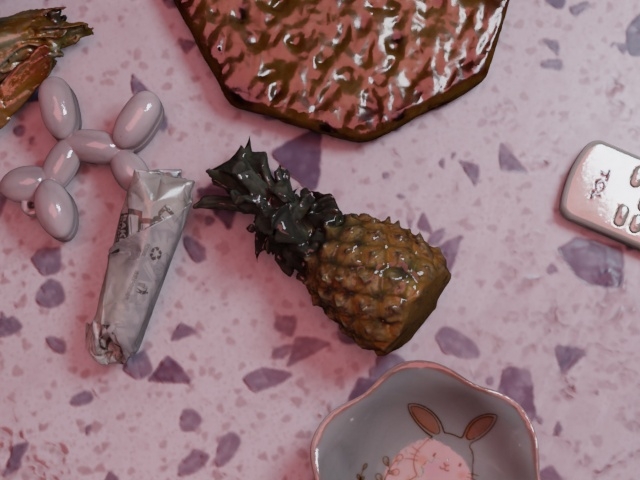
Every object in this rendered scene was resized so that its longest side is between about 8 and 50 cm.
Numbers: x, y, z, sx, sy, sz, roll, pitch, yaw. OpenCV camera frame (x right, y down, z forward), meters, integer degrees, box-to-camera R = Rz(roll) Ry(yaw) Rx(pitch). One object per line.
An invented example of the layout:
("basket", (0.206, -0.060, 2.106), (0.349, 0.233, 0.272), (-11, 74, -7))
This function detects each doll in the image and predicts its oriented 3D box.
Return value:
("doll", (-0.241, -0.078, 1.341), (0.161, 0.059, 0.160), (8, 81, 2))

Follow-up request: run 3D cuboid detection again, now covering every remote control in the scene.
("remote control", (0.333, -0.029, 1.333), (0.190, 0.029, 0.087), (24, 83, 5))

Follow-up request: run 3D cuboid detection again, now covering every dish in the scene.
("dish", (0.099, 0.232, 1.279), (0.229, 0.081, 0.229), (0, 78, 1))

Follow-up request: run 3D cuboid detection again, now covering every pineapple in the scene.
("pineapple", (0.000, -0.001, 1.300), (0.248, 0.128, 0.128), (36, 84, 12))

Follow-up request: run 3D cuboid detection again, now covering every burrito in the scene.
("burrito", (-0.179, 0.024, 1.310), (0.064, 0.064, 0.203), (19, 95, 4))

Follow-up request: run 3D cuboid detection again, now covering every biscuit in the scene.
("biscuit", (0.023, -0.272, 1.368), (0.359, 0.046, 0.359), (0, 81, 1))

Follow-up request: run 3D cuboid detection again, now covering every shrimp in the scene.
("shrimp", (-0.327, -0.168, 1.362), (0.217, 0.051, 0.115), (-23, 88, -3))
